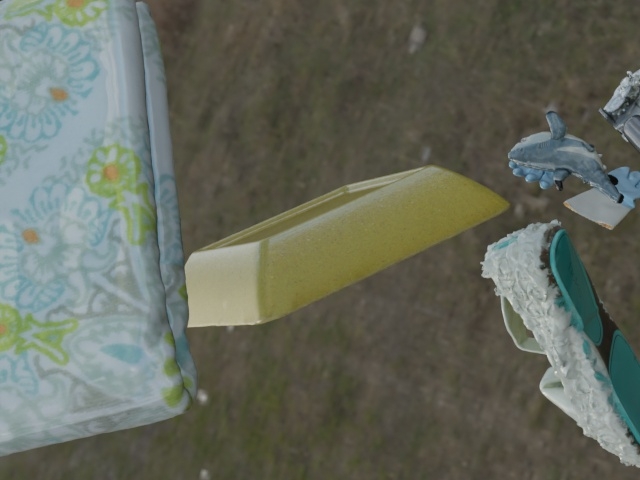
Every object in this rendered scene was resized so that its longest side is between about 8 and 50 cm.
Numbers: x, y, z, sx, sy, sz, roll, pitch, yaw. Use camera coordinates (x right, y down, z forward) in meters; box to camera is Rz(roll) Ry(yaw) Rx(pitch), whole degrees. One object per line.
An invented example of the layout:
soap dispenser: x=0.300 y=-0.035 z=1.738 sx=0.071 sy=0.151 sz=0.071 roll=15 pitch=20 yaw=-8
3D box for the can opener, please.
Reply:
can opener: x=0.350 y=-0.105 z=1.410 sx=0.074 sy=0.093 sz=0.280 roll=-45 pitch=17 yaw=12

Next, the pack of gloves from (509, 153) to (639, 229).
pack of gloves: x=0.408 y=-0.109 z=2.163 sx=0.232 sy=0.195 sz=0.046 roll=-28 pitch=-39 yaw=-53

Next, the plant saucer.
plant saucer: x=0.000 y=0.000 z=1.653 sx=0.333 sy=0.333 sz=0.081 roll=-11 pitch=102 yaw=65

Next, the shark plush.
shark plush: x=0.302 y=-0.082 z=1.700 sx=0.067 sy=0.073 sz=0.161 roll=-40 pitch=61 yaw=-12

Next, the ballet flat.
ballet flat: x=0.339 y=0.144 z=1.910 sx=0.147 sy=0.409 sz=0.147 roll=-25 pitch=23 yaw=12

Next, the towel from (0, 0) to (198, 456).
towel: x=-0.268 y=-0.012 z=1.102 sx=0.320 sy=0.090 sz=0.374 roll=-15 pitch=65 yaw=15
